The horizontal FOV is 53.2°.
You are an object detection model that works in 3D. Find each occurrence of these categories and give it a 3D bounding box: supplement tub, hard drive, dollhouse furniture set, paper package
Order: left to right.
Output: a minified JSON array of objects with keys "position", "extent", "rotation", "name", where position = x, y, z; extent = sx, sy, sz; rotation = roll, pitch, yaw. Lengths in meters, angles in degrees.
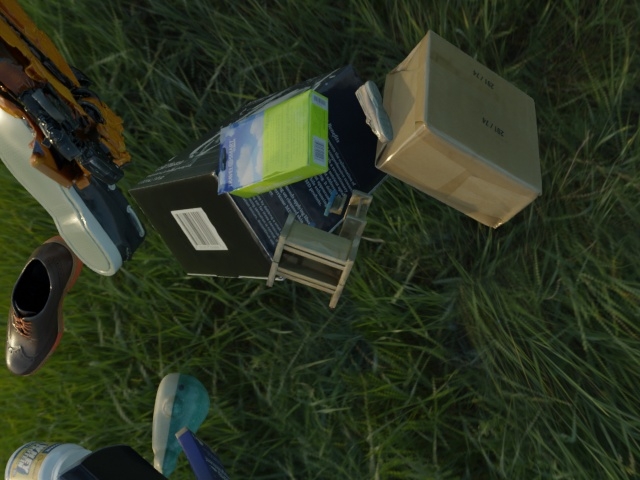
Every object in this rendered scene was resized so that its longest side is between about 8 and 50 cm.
[{"position":[-0.645,0.563,1.546],"extent":[0.200,0.144,0.144],"rotation":[-9,80,32],"name":"supplement tub"},{"position":[-0.388,0.472,1.249],"extent":[0.172,0.254,0.054],"rotation":[36,85,10],"name":"hard drive"},{"position":[0.000,0.000,1.136],"extent":[0.129,0.183,0.129],"rotation":[20,132,0],"name":"dollhouse furniture set"},{"position":[0.304,-0.239,1.391],"extent":[0.325,0.168,0.309],"rotation":[24,53,-21],"name":"paper package"}]

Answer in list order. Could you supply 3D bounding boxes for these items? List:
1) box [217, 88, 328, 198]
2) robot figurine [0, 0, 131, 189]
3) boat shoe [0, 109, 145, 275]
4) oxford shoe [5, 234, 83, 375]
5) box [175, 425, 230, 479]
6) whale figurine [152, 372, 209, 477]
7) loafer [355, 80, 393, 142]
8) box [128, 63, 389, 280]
[{"position":[-0.067,-0.125,0.873],"extent":[0.178,0.042,0.108],"rotation":[-13,70,41],"name":"box"},{"position":[-0.309,-0.170,0.646],"extent":[0.085,0.291,0.211],"rotation":[-35,35,5],"name":"robot figurine"},{"position":[-0.352,-0.092,0.897],"extent":[0.114,0.302,0.091],"rotation":[3,39,32],"name":"boat shoe"},{"position":[-0.482,0.120,1.056],"extent":[0.097,0.098,0.271],"rotation":[24,108,2],"name":"oxford shoe"},{"position":[-0.228,0.514,1.371],"extent":[0.037,0.136,0.225],"rotation":[-36,45,-7],"name":"box"},{"position":[-0.372,0.487,1.694],"extent":[0.141,0.216,0.272],"rotation":[7,48,-9],"name":"whale figurine"},{"position":[0.098,-0.229,1.164],"extent":[0.039,0.045,0.125],"rotation":[-26,70,33],"name":"loafer"},{"position":[-0.142,-0.160,1.614],"extent":[0.472,0.480,0.297],"rotation":[-43,114,-30],"name":"box"}]
